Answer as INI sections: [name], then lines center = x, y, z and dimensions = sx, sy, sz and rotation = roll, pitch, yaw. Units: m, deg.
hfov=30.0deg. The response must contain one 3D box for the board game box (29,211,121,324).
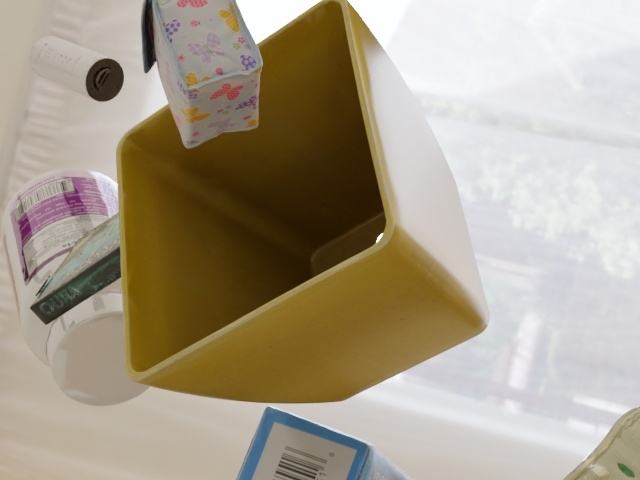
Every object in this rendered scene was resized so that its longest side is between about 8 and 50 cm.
[board game box]
center = -0.166, -0.006, 1.063
dimensions = 0.026, 0.186, 0.126
rotation = 51, -154, -17

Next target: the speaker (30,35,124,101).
[speaker]
center = -0.297, -0.209, 1.451
dimensions = 0.055, 0.136, 0.055
rotation = -20, -59, -37

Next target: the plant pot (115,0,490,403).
[plant pot]
center = 0.000, 0.000, 0.840
dimensions = 0.187, 0.212, 0.212
rotation = 35, -145, -44

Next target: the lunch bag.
[lunch bag]
center = -0.065, -0.100, 0.611
dimensions = 0.071, 0.053, 0.083
rotation = 106, 146, -70

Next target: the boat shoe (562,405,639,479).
[boat shoe]
center = 0.264, 0.205, 1.018
dimensions = 0.233, 0.084, 0.079
rotation = -26, -31, -32

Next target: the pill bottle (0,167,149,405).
[pill bottle]
center = -0.271, 0.052, 1.387
dimensions = 0.301, 0.169, 0.169
rotation = -122, 33, -53

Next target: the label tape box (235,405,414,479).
[label tape box]
center = 0.005, 0.311, 1.049
dimensions = 0.240, 0.106, 0.333
rotation = -68, -25, -15
